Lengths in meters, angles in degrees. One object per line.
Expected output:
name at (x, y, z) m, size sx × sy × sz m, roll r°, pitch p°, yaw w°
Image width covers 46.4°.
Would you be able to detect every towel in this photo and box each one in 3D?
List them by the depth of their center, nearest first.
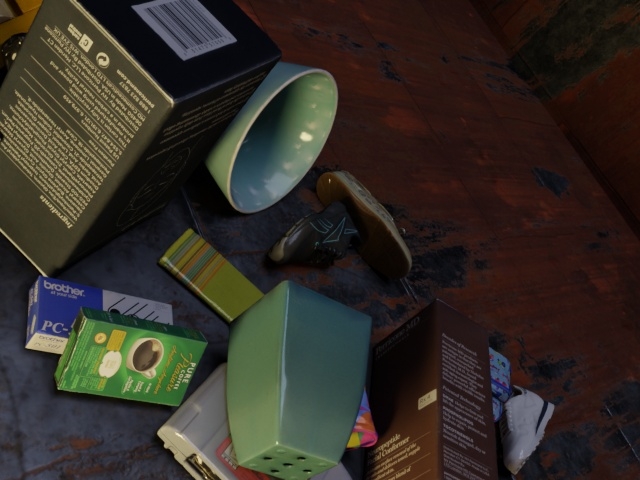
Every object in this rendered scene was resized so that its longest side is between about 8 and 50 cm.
towel at (-0.168, 0.087, 1.292) m, size 0.237 × 0.021 × 0.102 m, roll 43°, pitch 41°, yaw -6°

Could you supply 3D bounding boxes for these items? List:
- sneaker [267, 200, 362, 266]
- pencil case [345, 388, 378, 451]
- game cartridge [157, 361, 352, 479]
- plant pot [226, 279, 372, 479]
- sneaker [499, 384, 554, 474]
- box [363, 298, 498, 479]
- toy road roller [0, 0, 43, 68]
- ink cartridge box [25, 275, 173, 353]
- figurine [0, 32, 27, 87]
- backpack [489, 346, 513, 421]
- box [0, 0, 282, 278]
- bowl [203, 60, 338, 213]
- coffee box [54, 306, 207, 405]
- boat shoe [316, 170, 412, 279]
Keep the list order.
sneaker at (0.000, 0.000, 1.475) m, size 0.106 × 0.101 × 0.267 m, roll 52°, pitch 36°, yaw 5°
pencil case at (0.032, 0.242, 1.275) m, size 0.104 × 0.104 × 0.236 m, roll 20°, pitch 43°, yaw -32°
game cartridge at (-0.083, 0.326, 1.117) m, size 0.294 × 0.060 × 0.196 m, roll 45°, pitch 32°, yaw -2°
plant pot at (-0.039, 0.216, 1.093) m, size 0.166 × 0.165 × 0.234 m, roll 27°, pitch 47°, yaw -25°
sneaker at (0.404, 0.387, 1.536) m, size 0.095 × 0.090 × 0.235 m, roll 37°, pitch 31°, yaw 9°
box at (0.189, 0.309, 1.287) m, size 0.143 × 0.191 × 0.381 m, roll 33°, pitch 37°, yaw -18°
toy road roller at (-0.490, -0.409, 1.337) m, size 0.330 × 0.240 × 0.202 m, roll -29°, pitch 75°, yaw -15°
ink cartridge box at (-0.315, 0.123, 1.083) m, size 0.207 × 0.046 × 0.097 m, roll 17°, pitch 44°, yaw -34°
figurine at (-0.444, -0.268, 1.191) m, size 0.092 × 0.209 × 0.215 m, roll 45°, pitch 35°, yaw -2°
backpack at (0.296, 0.298, 1.472) m, size 0.158 × 0.117 × 0.173 m, roll 37°, pitch 39°, yaw -12°
box at (-0.294, -0.180, 1.097) m, size 0.212 × 0.395 × 0.293 m, roll 45°, pitch 35°, yaw 0°
bowl at (-0.126, -0.224, 1.437) m, size 0.163 × 0.311 × 0.311 m, roll 35°, pitch 32°, yaw 20°
coffee box at (-0.262, 0.165, 1.041) m, size 0.184 × 0.113 × 0.040 m, roll 16°, pitch 13°, yaw -33°
boat shoe at (0.111, -0.044, 1.624) m, size 0.089 × 0.104 × 0.285 m, roll -23°, pitch 73°, yaw -50°
